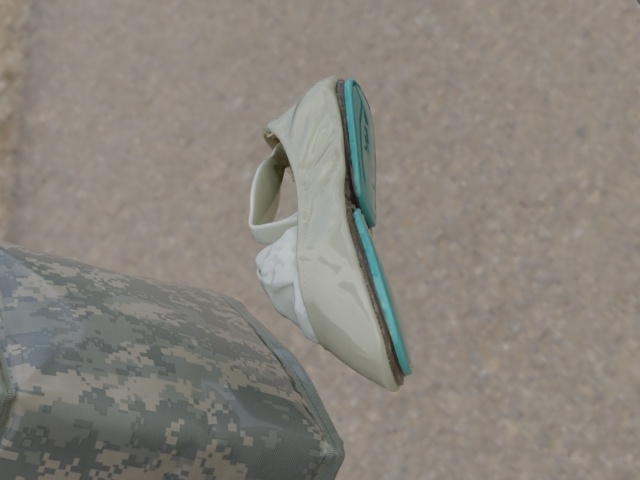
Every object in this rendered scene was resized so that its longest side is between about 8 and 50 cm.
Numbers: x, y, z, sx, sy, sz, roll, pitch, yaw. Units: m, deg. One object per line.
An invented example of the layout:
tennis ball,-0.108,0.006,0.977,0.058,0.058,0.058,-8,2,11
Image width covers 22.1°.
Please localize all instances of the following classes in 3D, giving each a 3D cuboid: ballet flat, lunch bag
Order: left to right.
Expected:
lunch bag,-0.149,0.107,1.111,0.169,0.235,0.287,-68,25,21
ballet flat,0.000,0.000,0.932,0.086,0.086,0.248,-36,33,22

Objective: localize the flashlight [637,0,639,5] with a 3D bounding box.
flashlight,0.356,-0.276,1.652,0.103,0.304,0.103,18,67,51
